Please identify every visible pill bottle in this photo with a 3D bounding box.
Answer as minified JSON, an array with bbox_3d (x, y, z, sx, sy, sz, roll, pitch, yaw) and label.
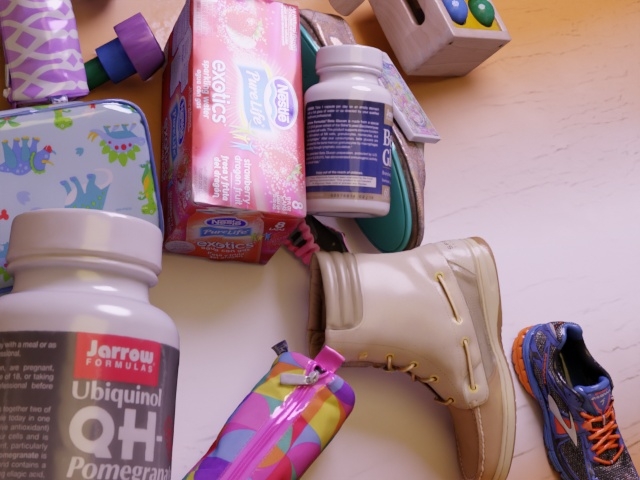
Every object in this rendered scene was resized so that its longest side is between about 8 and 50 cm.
[{"bbox_3d":[0.027,-0.111,1.172,0.094,0.094,0.170,3,87,-23],"label":"pill bottle"},{"bbox_3d":[-0.209,0.142,0.954,0.176,0.176,0.319,7,76,-21],"label":"pill bottle"}]

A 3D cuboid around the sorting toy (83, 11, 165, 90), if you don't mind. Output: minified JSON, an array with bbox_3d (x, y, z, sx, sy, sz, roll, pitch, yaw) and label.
[{"bbox_3d":[-0.301,-0.312,1.220,0.126,0.127,0.366,-29,82,-2],"label":"sorting toy"}]

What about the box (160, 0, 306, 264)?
[{"bbox_3d":[-0.094,-0.118,1.185,0.122,0.128,0.257,7,64,-20],"label":"box"}]

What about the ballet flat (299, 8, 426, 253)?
[{"bbox_3d":[0.056,-0.129,1.276,0.106,0.107,0.316,-13,73,-45],"label":"ballet flat"}]

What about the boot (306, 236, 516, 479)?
[{"bbox_3d":[0.089,0.131,1.165,0.203,0.095,0.262,-4,85,-19],"label":"boot"}]

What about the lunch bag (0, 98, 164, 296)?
[{"bbox_3d":[-0.264,-0.038,1.073,0.219,0.090,0.176,-12,97,-26],"label":"lunch bag"}]

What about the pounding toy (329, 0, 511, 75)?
[{"bbox_3d":[0.107,-0.294,1.337,0.206,0.094,0.181,-9,69,-49],"label":"pounding toy"}]

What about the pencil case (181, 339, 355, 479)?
[{"bbox_3d":[-0.062,0.204,1.068,0.104,0.104,0.236,40,58,-2],"label":"pencil case"}]

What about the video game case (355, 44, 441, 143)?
[{"bbox_3d":[0.085,-0.161,1.261,0.122,0.011,0.087,59,23,12],"label":"video game case"}]

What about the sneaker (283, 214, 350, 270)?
[{"bbox_3d":[0.000,0.000,1.220,0.119,0.047,0.057,54,50,-10],"label":"sneaker"}]

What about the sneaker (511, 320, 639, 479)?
[{"bbox_3d":[0.284,0.186,1.234,0.083,0.087,0.221,-20,76,-29],"label":"sneaker"}]

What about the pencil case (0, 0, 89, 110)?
[{"bbox_3d":[-0.292,-0.228,1.143,0.088,0.086,0.206,-11,92,-19],"label":"pencil case"}]
